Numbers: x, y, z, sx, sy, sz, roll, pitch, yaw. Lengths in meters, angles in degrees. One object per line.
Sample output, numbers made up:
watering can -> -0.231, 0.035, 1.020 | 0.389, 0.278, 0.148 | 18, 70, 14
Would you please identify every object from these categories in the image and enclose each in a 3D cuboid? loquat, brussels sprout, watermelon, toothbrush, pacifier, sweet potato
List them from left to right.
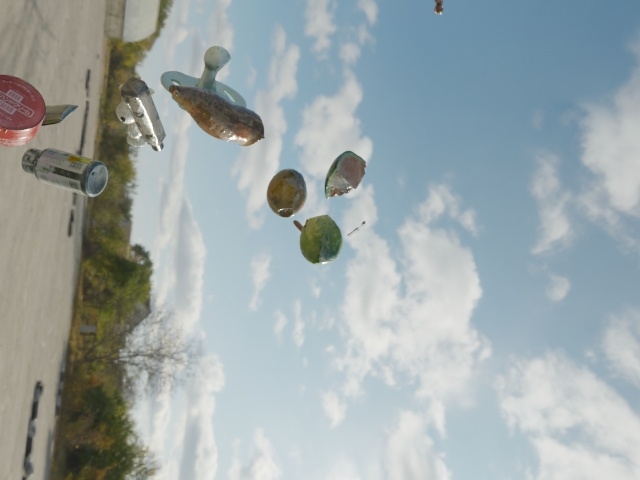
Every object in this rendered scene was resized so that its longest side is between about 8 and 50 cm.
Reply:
pacifier -> -0.411, -0.591, 1.920 | 0.288, 0.344, 0.269 | 53, -50, 30
sweet potato -> -0.321, -0.380, 1.560 | 0.131, 0.337, 0.131 | -8, -103, 38
loquat -> -0.148, -0.210, 2.249 | 0.179, 0.180, 0.227 | 131, -32, -52
brussels sprout -> 0.000, 0.000, 1.855 | 0.144, 0.162, 0.180 | -151, -142, -85
watermelon -> 0.082, -0.283, 2.015 | 0.231, 0.129, 0.146 | -60, 146, -38
toothbrush -> 0.148, -0.044, 2.106 | 0.194, 0.014, 0.017 | 136, -28, -67

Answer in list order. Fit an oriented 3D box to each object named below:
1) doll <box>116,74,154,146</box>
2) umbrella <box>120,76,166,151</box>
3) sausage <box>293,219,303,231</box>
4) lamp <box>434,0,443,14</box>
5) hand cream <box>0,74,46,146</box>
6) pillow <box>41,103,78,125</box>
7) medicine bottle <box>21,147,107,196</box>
doll -> -0.761, -0.530, 2.113 | 0.271, 0.144, 0.207 | 107, 3, -73
umbrella -> -0.527, -0.369, 1.556 | 0.073, 0.067, 0.337 | -52, 172, -18
sausage -> -0.074, -0.043, 2.110 | 0.116, 0.026, 0.026 | 48, -47, 27
lamp -> 0.371, -0.756, 1.611 | 0.063, 0.031, 0.083 | -83, 161, -62
hand cream -> -0.953, -0.393, 1.565 | 0.125, 0.193, 0.192 | -26, -119, 46
pillow -> -1.040, -0.466, 1.918 | 0.212, 0.208, 0.052 | -102, -176, -61
medicine bottle -> -0.976, -0.267, 1.948 | 0.141, 0.294, 0.141 | 15, 90, -82
